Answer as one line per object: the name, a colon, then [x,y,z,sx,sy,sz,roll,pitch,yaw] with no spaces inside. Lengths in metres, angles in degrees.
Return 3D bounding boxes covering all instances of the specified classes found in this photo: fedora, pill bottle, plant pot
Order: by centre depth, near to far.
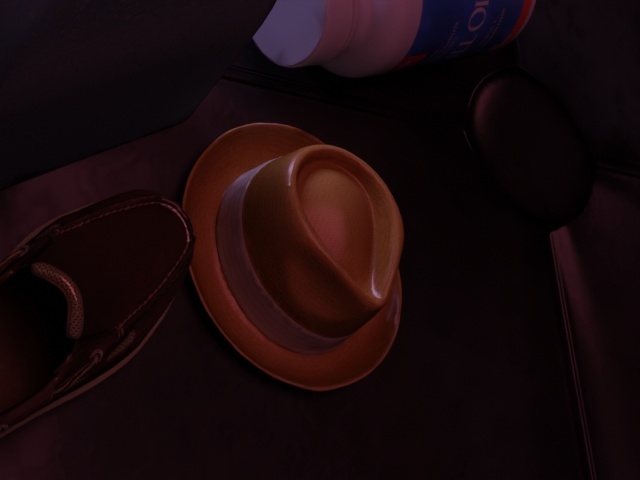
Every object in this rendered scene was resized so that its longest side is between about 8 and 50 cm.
plant pot: [-0.154,-0.193,0.626,0.247,0.252,0.248,-28,88,-42]
fedora: [0.000,0.000,0.768,0.194,0.079,0.194,15,62,-31]
pill bottle: [0.053,-0.189,0.863,0.221,0.124,0.124,-18,82,-39]

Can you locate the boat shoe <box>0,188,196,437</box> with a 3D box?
boat shoe: [-0.148,0.046,0.625,0.095,0.095,0.257,51,49,-7]
